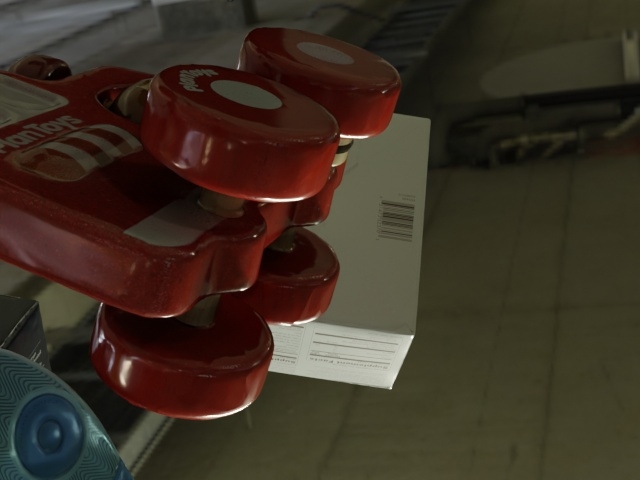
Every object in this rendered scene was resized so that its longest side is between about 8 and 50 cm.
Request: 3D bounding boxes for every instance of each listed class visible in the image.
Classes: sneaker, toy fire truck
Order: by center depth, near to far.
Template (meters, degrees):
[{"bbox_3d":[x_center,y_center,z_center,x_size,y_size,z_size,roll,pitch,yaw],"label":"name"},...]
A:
[{"bbox_3d":[-0.108,-0.049,0.664,0.254,0.169,0.302,22,-156,10],"label":"toy fire truck"},{"bbox_3d":[-0.218,0.188,0.746,0.208,0.319,0.127,-3,-138,35],"label":"sneaker"}]

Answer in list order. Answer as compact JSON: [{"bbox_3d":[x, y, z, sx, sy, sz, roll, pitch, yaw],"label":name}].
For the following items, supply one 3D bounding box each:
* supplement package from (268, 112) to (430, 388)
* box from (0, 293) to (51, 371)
[{"bbox_3d":[0.000,0.000,1.190,0.204,0.145,0.262,9,-120,-3],"label":"supplement package"},{"bbox_3d":[-0.336,0.151,1.032,0.153,0.207,0.108,8,-143,13],"label":"box"}]
